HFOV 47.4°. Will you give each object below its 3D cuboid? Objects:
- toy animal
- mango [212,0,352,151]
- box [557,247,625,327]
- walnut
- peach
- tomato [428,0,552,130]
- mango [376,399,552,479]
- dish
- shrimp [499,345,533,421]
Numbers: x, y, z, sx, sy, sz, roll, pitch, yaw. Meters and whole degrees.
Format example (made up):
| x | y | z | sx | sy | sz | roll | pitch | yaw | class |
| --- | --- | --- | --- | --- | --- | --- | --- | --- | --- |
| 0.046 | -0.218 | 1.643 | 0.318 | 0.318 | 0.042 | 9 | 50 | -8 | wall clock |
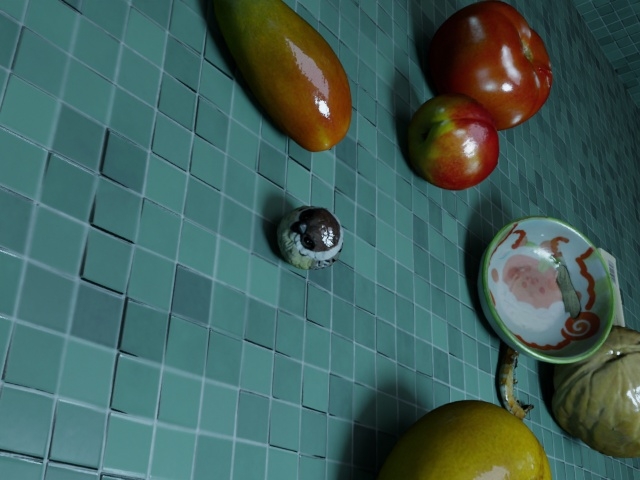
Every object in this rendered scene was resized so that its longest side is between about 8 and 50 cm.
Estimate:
| x | y | z | sx | sy | sz | roll | pitch | yaw | class |
| --- | --- | --- | --- | --- | --- | --- | --- | --- | --- |
| 0.000 | 0.000 | 1.058 | 0.137 | 0.098 | 0.098 | 24 | 58 | -49 | toy animal |
| -0.054 | -0.259 | 1.069 | 0.289 | 0.129 | 0.146 | 46 | 44 | -21 | mango |
| 0.677 | 0.147 | 1.884 | 0.095 | 0.168 | 0.212 | 27 | 55 | -41 | box |
| 0.691 | 0.357 | 1.719 | 0.332 | 0.332 | 0.333 | 27 | 56 | -47 | walnut |
| 0.269 | -0.194 | 1.437 | 0.192 | 0.190 | 0.190 | 0 | 75 | -35 | peach |
| 0.364 | -0.384 | 1.616 | 0.298 | 0.226 | 0.299 | 19 | 63 | -42 | tomato |
| 0.196 | 0.391 | 1.068 | 0.378 | 0.221 | 0.264 | -38 | 111 | -45 | mango |
| 0.470 | 0.115 | 1.595 | 0.324 | 0.124 | 0.324 | 6 | 71 | -17 | dish |
| 0.434 | 0.303 | 1.593 | 0.148 | 0.035 | 0.195 | 50 | 45 | -28 | shrimp |
